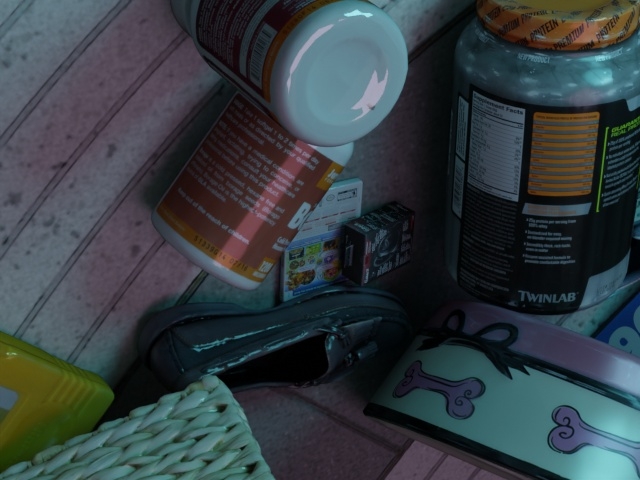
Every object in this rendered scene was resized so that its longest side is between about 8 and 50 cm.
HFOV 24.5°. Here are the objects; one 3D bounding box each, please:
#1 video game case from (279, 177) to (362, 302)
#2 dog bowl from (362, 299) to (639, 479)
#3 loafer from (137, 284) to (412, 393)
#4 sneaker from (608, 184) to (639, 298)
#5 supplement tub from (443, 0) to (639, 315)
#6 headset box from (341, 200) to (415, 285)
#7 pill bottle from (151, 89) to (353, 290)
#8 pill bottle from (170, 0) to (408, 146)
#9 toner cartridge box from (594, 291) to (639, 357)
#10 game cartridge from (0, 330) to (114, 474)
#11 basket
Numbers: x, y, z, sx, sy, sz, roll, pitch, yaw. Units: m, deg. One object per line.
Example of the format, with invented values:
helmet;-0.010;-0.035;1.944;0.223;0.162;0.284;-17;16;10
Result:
video game case;0.000;0.000;1.485;0.087;0.011;0.122;-14;124;-27
dog bowl;0.258;0.192;1.538;0.408;0.408;0.150;29;80;-42
loafer;-0.032;0.116;1.472;0.302;0.095;0.109;-3;130;-31
sneaker;0.373;-0.020;1.610;0.283;0.122;0.110;-42;103;3
supplement tub;0.222;-0.102;1.449;0.193;0.193;0.316;-16;126;-26
headset box;0.056;0.004;1.499;0.083;0.032;0.062;-24;130;-38
pill bottle;-0.047;-0.072;1.334;0.121;0.121;0.216;30;99;-42
pill bottle;-0.033;-0.173;1.212;0.121;0.221;0.121;-17;126;-25
toner cartridge box;0.463;0.088;1.700;0.348;0.165;0.075;-49;142;17
game cartridge;-0.384;0.191;1.319;0.323;0.052;0.285;31;98;-41
basket;-0.145;0.360;1.357;0.328;0.266;0.331;-24;135;-6
